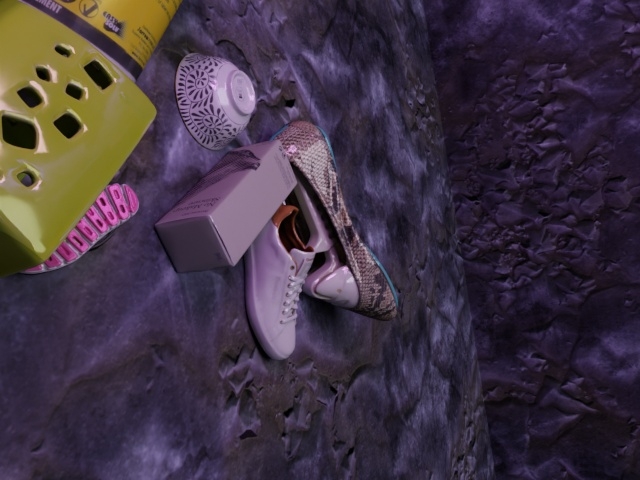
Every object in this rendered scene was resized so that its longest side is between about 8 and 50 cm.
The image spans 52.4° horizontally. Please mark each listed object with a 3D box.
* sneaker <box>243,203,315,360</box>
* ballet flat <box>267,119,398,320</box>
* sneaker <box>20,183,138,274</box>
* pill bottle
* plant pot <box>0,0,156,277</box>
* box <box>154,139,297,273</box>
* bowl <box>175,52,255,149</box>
[{"bbox_3d":[-0.066,0.076,1.177,0.106,0.123,0.291,-21,103,-65],"label":"sneaker"},{"bbox_3d":[0.000,0.000,1.331,0.182,0.164,0.483,-38,113,-36],"label":"ballet flat"},{"bbox_3d":[-0.301,-0.006,0.791,0.063,0.074,0.170,52,53,-4],"label":"sneaker"},{"bbox_3d":[-0.228,-0.351,0.742,0.334,0.187,0.188,-62,147,-3],"label":"pill bottle"},{"bbox_3d":[-0.329,-0.104,0.588,0.207,0.228,0.227,54,37,-32],"label":"plant pot"},{"bbox_3d":[-0.145,-0.063,1.067,0.094,0.113,0.275,69,28,-25],"label":"box"},{"bbox_3d":[-0.163,-0.245,1.112,0.170,0.080,0.170,27,59,-60],"label":"bowl"}]
